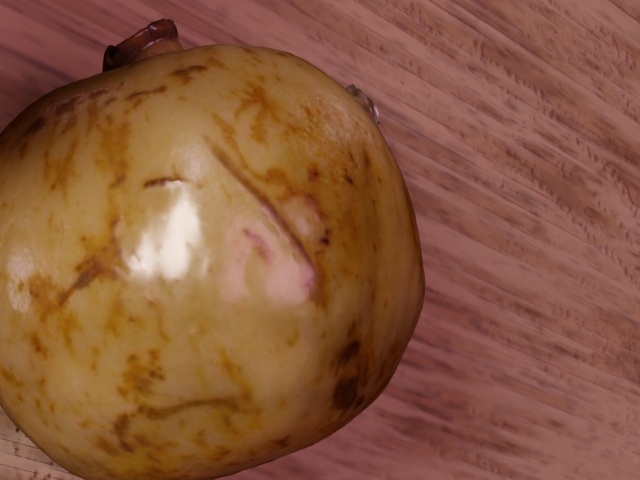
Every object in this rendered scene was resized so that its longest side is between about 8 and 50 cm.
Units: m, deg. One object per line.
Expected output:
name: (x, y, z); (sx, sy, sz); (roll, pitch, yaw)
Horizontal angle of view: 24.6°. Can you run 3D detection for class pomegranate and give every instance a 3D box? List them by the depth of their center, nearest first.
pomegranate: (-0.061, 0.005, 0.669); (0.215, 0.215, 0.215); (6, 82, -44)

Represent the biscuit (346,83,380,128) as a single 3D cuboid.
biscuit: (0.000, 0.000, 0.810); (0.082, 0.070, 0.168); (-13, 97, -41)
